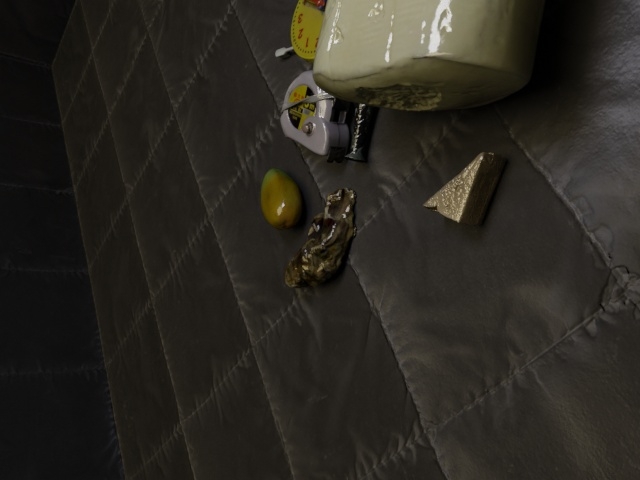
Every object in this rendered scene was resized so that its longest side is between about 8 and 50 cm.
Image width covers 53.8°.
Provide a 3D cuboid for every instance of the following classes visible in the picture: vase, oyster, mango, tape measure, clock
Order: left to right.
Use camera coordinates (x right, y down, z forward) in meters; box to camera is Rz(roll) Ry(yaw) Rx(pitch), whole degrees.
[{"bbox_3d":[-0.109,-0.114,1.708,0.130,0.091,0.195,-44,49,40],"label":"mango"},{"bbox_3d":[-0.013,-0.327,1.594,0.236,0.120,0.197,34,117,42],"label":"tape measure"},{"bbox_3d":[-0.006,-0.002,1.574,0.166,0.094,0.295,32,104,57],"label":"oyster"},{"bbox_3d":[0.018,-0.593,1.598,0.277,0.071,0.294,-14,67,46],"label":"clock"},{"bbox_3d":[0.097,-0.271,1.499,0.059,0.059,0.167,17,99,51],"label":"vase"}]

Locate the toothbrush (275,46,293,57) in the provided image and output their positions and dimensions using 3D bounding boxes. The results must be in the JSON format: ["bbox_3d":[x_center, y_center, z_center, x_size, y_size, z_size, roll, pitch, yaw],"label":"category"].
[{"bbox_3d":[-0.014,-0.533,1.694,0.342,0.030,0.025,1,86,51],"label":"toothbrush"}]

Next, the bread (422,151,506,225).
[{"bbox_3d":[0.281,-0.110,1.236,0.105,0.077,0.152,34,110,47],"label":"bread"}]

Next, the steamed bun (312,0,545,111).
[{"bbox_3d":[0.218,-0.432,1.196,0.455,0.289,0.372,9,87,49],"label":"steamed bun"}]
